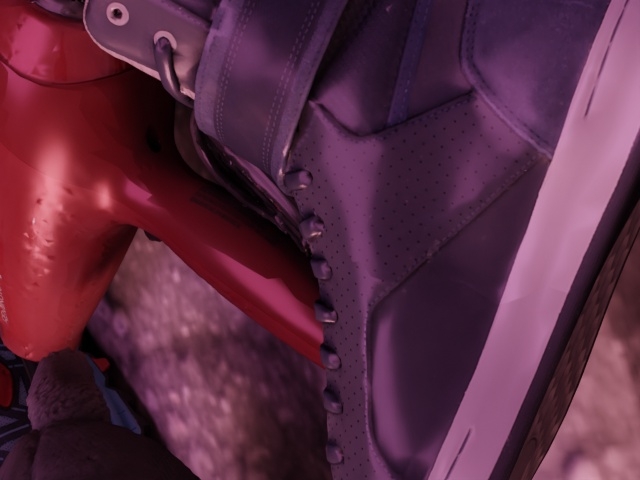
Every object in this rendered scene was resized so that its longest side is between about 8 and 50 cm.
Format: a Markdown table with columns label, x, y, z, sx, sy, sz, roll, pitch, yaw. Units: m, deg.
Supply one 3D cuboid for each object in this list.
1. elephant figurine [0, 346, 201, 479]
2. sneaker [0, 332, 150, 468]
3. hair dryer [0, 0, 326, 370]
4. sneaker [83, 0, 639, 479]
| label | x | y | z | sx | sy | sz | roll | pitch | yaw |
| --- | --- | --- | --- | --- | --- | --- | --- | --- | --- |
| elephant figurine | -0.030 | 0.182 | 0.593 | 0.186 | 0.239 | 0.169 | -62 | 15 | -2 |
| sneaker | -0.182 | 0.057 | 0.737 | 0.262 | 0.125 | 0.104 | 47 | 132 | 28 |
| hair dryer | -0.058 | -0.010 | 0.595 | 0.293 | 0.080 | 0.223 | -20 | 88 | 53 |
| sneaker | 0.001 | -0.001 | 0.454 | 0.163 | 0.086 | 0.226 | 23 | 103 | 14 |
